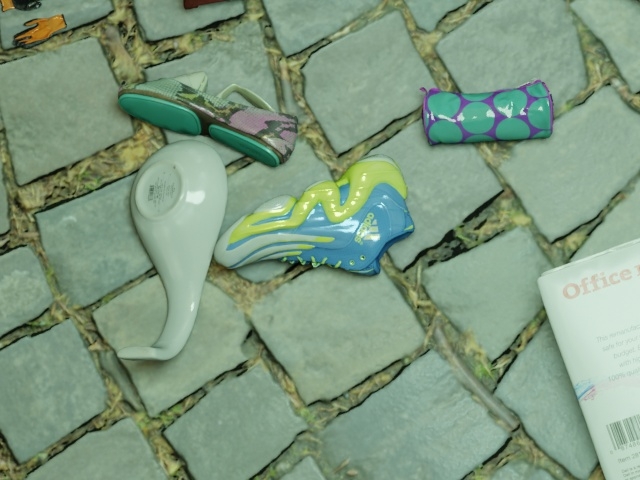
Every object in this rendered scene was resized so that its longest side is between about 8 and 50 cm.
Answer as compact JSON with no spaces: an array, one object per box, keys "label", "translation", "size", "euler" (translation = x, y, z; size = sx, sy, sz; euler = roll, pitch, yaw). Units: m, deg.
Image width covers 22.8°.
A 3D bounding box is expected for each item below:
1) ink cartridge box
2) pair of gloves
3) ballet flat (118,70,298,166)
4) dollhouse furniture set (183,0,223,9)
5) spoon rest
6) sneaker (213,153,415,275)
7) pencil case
[{"label":"ink cartridge box","translation":[0.375,0.140,1.724],"size":[0.201,0.117,0.278],"euler":[-20,79,7]},{"label":"pair of gloves","translation":[-0.359,-0.284,1.985],"size":[0.074,0.010,0.083],"euler":[-22,75,8]},{"label":"ballet flat","translation":[-0.129,-0.157,1.897],"size":[0.222,0.077,0.079],"euler":[20,67,8]},{"label":"dollhouse furniture set","translation":[0.001,-0.415,1.888],"size":[0.374,0.152,0.201],"euler":[-9,79,-8]},{"label":"spoon rest","translation":[-0.177,0.013,1.871],"size":[0.137,0.084,0.276],"euler":[-2,72,31]},{"label":"sneaker","translation":[0.000,0.000,1.832],"size":[0.240,0.091,0.126],"euler":[-28,78,5]},{"label":"pencil case","translation":[0.192,-0.148,1.831],"size":[0.152,0.064,0.070],"euler":[-4,97,10]}]
